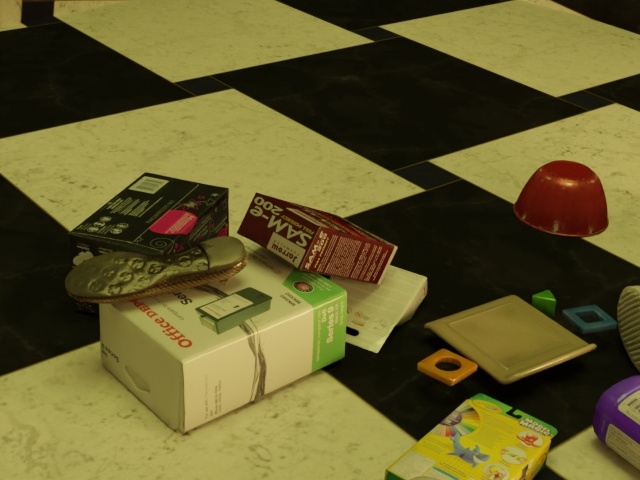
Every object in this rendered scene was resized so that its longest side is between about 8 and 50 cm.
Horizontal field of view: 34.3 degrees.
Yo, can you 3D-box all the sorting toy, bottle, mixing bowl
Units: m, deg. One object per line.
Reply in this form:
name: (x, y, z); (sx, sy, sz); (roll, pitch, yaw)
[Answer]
sorting toy: (0.279, 0.155, 1.548); (0.348, 0.047, 0.196); (-15, 29, -31)
bottle: (0.477, 0.277, 1.296); (0.118, 0.092, 0.283); (-16, 34, -31)
mixing bowl: (0.464, -0.091, 1.968); (0.181, 0.098, 0.181); (4, 28, -2)

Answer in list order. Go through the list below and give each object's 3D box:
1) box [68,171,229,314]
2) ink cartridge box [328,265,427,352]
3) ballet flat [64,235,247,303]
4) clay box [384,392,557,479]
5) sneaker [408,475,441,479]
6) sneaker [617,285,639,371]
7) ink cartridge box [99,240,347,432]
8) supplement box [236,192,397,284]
box: (-0.265, 0.011, 1.638); (0.163, 0.142, 0.247); (11, 28, 15)
ink cartridge box: (0.069, 0.106, 1.634); (0.145, 0.045, 0.179); (18, 50, 23)
ballet flat: (-0.222, 0.048, 1.422); (0.250, 0.058, 0.084); (-12, 52, -14)
clay box: (0.193, 0.278, 1.298); (0.127, 0.053, 0.222); (24, 33, 32)
sneaker: (0.173, 0.373, 1.076); (0.321, 0.124, 0.180); (11, 32, 35)
sneaker: (0.560, 0.168, 1.515); (0.161, 0.102, 0.282); (-4, 40, -22)
ink cartridge box: (-0.137, 0.124, 1.466); (0.289, 0.121, 0.211); (-21, 37, -37)
supplement box: (0.000, 0.000, 1.565); (0.130, 0.073, 0.239); (29, 9, 31)
